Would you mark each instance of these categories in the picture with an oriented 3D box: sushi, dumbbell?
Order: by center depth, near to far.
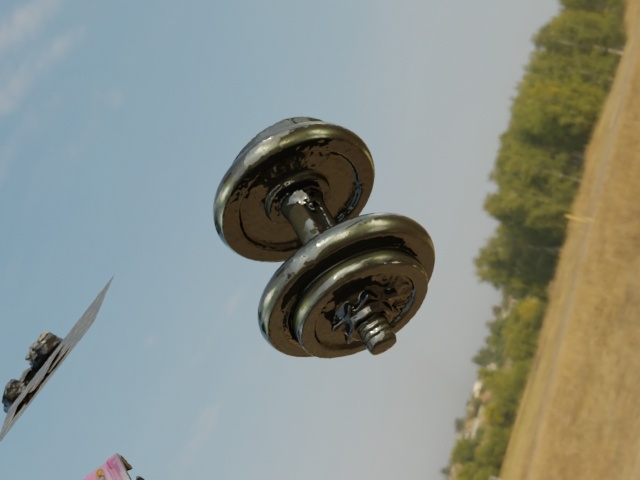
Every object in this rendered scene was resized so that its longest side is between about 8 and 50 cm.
[{"bbox_3d":[0.000,0.000,0.924,0.192,0.290,0.192,-19,-38,-15],"label":"dumbbell"},{"bbox_3d":[-0.435,0.180,1.411,0.279,0.043,0.192,-59,4,-38],"label":"sushi"}]

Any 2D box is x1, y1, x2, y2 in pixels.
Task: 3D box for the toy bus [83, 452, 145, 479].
[{"bbox_3d":[-0.210,0.371,1.085,0.112,0.090,0.274,-35,-44,-10],"label":"toy bus"}]
